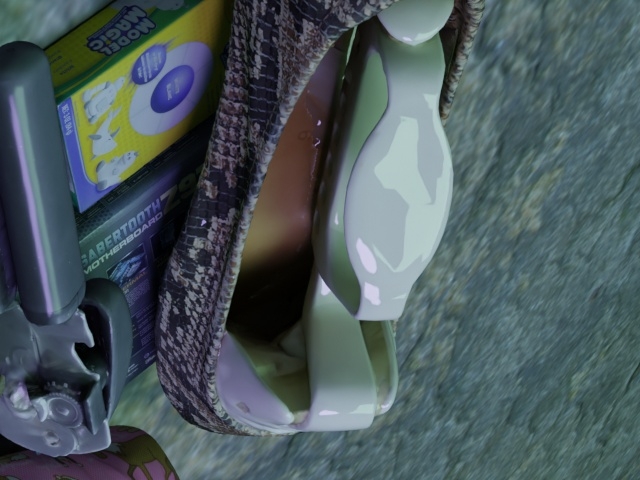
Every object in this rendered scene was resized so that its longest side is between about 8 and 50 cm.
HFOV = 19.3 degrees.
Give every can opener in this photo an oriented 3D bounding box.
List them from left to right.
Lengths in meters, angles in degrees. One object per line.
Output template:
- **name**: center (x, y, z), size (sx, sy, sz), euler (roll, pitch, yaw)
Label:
- **can opener**: center (-0.161, 0.003, 1.069), size (0.095, 0.076, 0.283), euler (-62, 154, -51)

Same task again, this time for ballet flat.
- **ballet flat**: center (0.000, 0.000, 1.134), size (0.164, 0.182, 0.483), euler (-8, 135, -23)

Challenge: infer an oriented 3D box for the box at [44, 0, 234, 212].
- **box**: center (-0.095, -0.106, 1.128), size (0.179, 0.043, 0.105), euler (-41, 153, -24)

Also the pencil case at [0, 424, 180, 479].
- **pencil case**: center (-0.240, 0.233, 1.244), size (0.167, 0.160, 0.386), euler (-29, 171, 33)

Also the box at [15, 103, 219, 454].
- **box**: center (-0.127, 0.010, 1.224), size (0.232, 0.059, 0.183), euler (-40, 153, -22)

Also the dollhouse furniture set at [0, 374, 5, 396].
- **dollhouse furniture set**: center (-0.268, 0.118, 0.957), size (0.161, 0.212, 0.242), euler (89, 20, -55)
